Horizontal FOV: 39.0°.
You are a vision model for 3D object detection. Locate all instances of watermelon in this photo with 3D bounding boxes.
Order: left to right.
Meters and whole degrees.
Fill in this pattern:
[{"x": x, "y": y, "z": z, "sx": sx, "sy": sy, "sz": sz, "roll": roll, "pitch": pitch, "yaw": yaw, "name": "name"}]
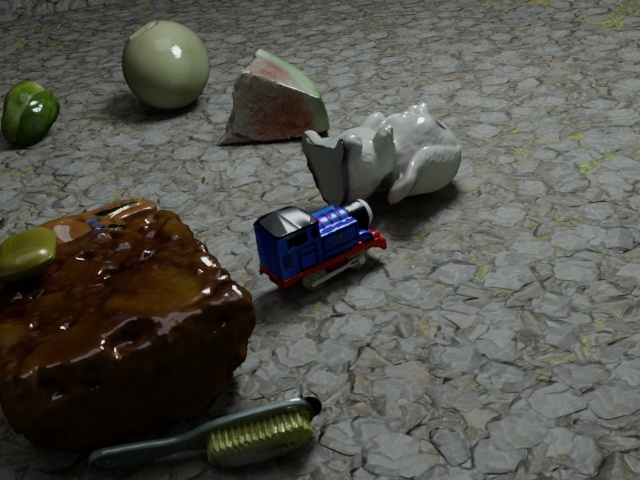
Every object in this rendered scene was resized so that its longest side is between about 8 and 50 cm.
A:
[{"x": -0.114, "y": -0.304, "z": 2.053, "sx": 0.231, "sy": 0.193, "sz": 0.310, "roll": -3, "pitch": 36, "yaw": -32, "name": "watermelon"}]

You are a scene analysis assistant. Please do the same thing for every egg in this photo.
[{"x": -0.386, "y": -0.438, "z": 2.258, "sx": 0.219, "sy": 0.219, "sz": 0.269, "roll": -22, "pitch": 31, "yaw": -22, "name": "egg"}]

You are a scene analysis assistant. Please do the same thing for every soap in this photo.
[{"x": -0.421, "y": 0.021, "z": 1.294, "sx": 0.089, "sy": 0.045, "sz": 0.140, "roll": -16, "pitch": 21, "yaw": -8, "name": "soap"}]

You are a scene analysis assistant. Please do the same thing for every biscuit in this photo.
[{"x": -0.446, "y": -0.002, "z": 1.664, "sx": 0.334, "sy": 0.047, "sz": 0.202, "roll": -18, "pitch": 30, "yaw": -16, "name": "biscuit"}, {"x": -0.293, "y": 0.119, "z": 1.270, "sx": 0.342, "sy": 0.166, "sz": 0.395, "roll": -19, "pitch": 27, "yaw": -16, "name": "biscuit"}]

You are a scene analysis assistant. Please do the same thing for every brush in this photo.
[{"x": -0.138, "y": 0.258, "z": 1.106, "sx": 0.296, "sy": 0.068, "sz": 0.060, "roll": -14, "pitch": 51, "yaw": -1, "name": "brush"}]

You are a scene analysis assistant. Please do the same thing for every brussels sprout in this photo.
[{"x": -0.712, "y": -0.317, "z": 2.221, "sx": 0.131, "sy": 0.145, "sz": 0.183, "roll": 14, "pitch": 31, "yaw": -15, "name": "brussels sprout"}]

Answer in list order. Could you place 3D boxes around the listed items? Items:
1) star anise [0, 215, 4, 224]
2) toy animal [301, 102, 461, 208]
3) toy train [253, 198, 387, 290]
[{"x": -0.774, "y": -0.011, "z": 1.665, "sx": 0.349, "sy": 0.109, "sz": 0.292, "roll": 17, "pitch": 25, "yaw": 13, "name": "star anise"}, {"x": 0.119, "y": -0.138, "z": 1.633, "sx": 0.289, "sy": 0.174, "sz": 0.249, "roll": -10, "pitch": 17, "yaw": -1, "name": "toy animal"}, {"x": 0.000, "y": 0.000, "z": 1.447, "sx": 0.204, "sy": 0.131, "sz": 0.083, "roll": -24, "pitch": 32, "yaw": -26, "name": "toy train"}]
